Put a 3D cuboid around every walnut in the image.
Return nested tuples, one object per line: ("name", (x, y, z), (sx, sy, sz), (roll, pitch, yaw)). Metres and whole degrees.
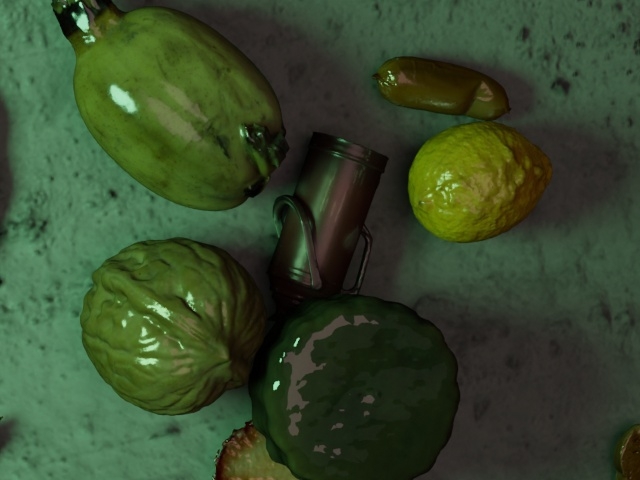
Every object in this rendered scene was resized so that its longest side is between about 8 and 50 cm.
("walnut", (-0.156, 0.093, 1.775), (0.213, 0.213, 0.213), (-2, 96, -18))

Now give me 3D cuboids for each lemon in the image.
("lemon", (0.186, -0.071, 1.909), (0.187, 0.142, 0.142), (-17, 101, -21))

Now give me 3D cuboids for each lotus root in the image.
("lotus root", (-0.175, -0.165, 1.766), (0.310, 0.183, 0.183), (42, 82, -16))

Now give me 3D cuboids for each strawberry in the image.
("strawberry", (-0.024, 0.243, 1.905), (0.208, 0.087, 0.167), (6, 84, -10))

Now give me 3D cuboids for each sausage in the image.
("sausage", (0.142, -0.181, 1.930), (0.183, 0.054, 0.062), (7, 125, -21))

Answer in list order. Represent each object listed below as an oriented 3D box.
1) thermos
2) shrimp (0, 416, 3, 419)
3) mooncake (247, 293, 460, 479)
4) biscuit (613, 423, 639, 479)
("thermos", (0.002, 0.001, 1.877), (0.124, 0.099, 0.232), (18, 88, -21))
("shrimp", (-0.439, 0.231, 1.786), (0.124, 0.034, 0.178), (43, 91, -15))
("mooncake", (0.033, 0.167, 1.807), (0.228, 0.124, 0.228), (-3, 99, -19))
("biscuit", (0.461, 0.347, 2.096), (0.183, 0.043, 0.280), (-39, 110, -8))
